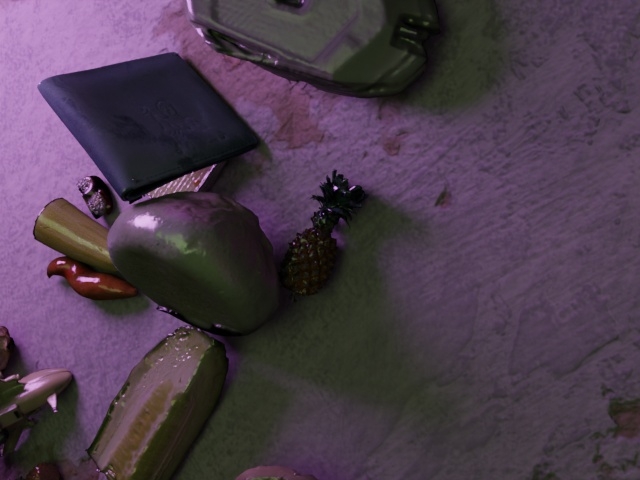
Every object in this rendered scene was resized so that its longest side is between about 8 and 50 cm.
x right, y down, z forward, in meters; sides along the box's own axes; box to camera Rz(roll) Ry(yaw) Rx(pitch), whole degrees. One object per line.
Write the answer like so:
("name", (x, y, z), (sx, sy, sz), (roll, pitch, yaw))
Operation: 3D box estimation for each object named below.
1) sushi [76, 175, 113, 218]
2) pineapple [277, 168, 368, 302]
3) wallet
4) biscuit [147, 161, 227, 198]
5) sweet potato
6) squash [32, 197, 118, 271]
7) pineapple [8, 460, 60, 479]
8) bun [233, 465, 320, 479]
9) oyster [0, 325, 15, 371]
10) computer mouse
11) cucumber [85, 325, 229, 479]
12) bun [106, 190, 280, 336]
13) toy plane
("sushi", (-0.403, -0.081, 1.855), (0.046, 0.044, 0.083), (-31, 76, -2))
("pineapple", (0.000, -0.001, 1.623), (0.083, 0.103, 0.221), (24, 98, -9))
("wallet", (-0.278, -0.196, 1.676), (0.251, 0.290, 0.054), (50, 135, 18))
("biscuit", (-0.283, -0.159, 1.791), (0.250, 0.046, 0.147), (39, 102, 23))
("sweet potato", (-0.413, 0.073, 1.835), (0.202, 0.058, 0.055), (19, 116, 24))
("squash", (-0.397, 0.004, 1.816), (0.224, 0.094, 0.094), (25, 98, 20))
("pineapple", (-0.530, 0.449, 1.878), (0.124, 0.058, 0.058), (-33, 74, 35))
("bun", (-0.049, 0.477, 1.586), (0.260, 0.152, 0.259), (-1, 86, 13))
("oyster", (-0.646, 0.238, 1.923), (0.161, 0.107, 0.232), (43, 122, 11))
("computer mouse", (-0.019, -0.362, 1.630), (0.429, 0.145, 0.228), (20, 88, 13))
("cucumber", (-0.258, 0.277, 1.723), (0.145, 0.105, 0.325), (37, 105, 29))
("bun", (-0.185, 0.014, 1.642), (0.293, 0.293, 0.187), (15, 59, 25))
("toy plane", (-0.569, 0.299, 1.843), (0.256, 0.241, 0.104), (-18, 43, -2))
